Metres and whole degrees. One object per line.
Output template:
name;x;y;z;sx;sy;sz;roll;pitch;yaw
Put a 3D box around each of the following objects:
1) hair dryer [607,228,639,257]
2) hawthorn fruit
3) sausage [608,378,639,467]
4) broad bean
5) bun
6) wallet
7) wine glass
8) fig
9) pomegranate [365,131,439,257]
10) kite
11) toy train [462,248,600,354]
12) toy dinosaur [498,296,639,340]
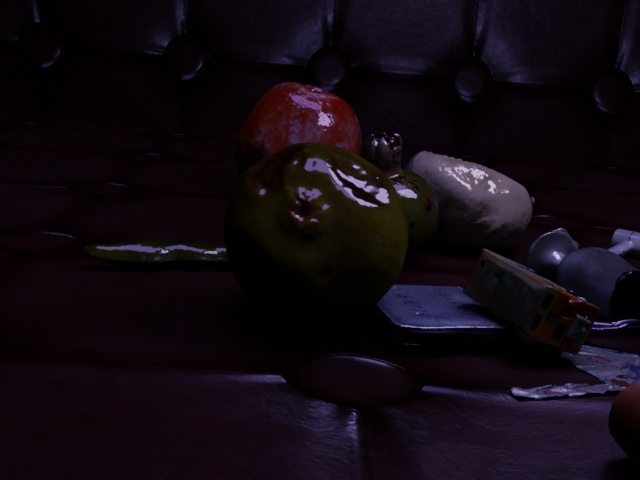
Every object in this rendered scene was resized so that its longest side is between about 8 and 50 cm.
hair dryer;0.567;0.018;1.654;0.082;0.047;0.137;17;23;40
hawthorn fruit;-0.044;-0.208;1.968;0.284;0.284;0.284;4;13;-1
sausage;0.382;0.206;0.664;0.094;0.094;0.419;23;2;-27
broad bean;-0.211;0.021;1.366;0.297;0.043;0.060;2;23;-14
bun;0.256;-0.064;1.646;0.259;0.160;0.259;22;0;0
wallet;0.146;0.097;1.179;0.167;0.036;0.222;2;13;-11
wine glass;0.395;0.055;1.303;0.103;0.103;0.222;0;14;-18
fig;0.000;0.000;1.163;0.239;0.239;0.271;8;-10;15
pomegranate;0.110;-0.068;1.513;0.179;0.210;0.179;-7;-9;-1
kite;0.358;0.165;1.016;0.314;0.011;0.335;-1;14;-23
toy train;0.259;0.074;1.130;0.099;0.072;0.188;17;10;-32
toy dinosaur;0.335;0.108;1.182;0.197;0.045;0.080;3;24;26
